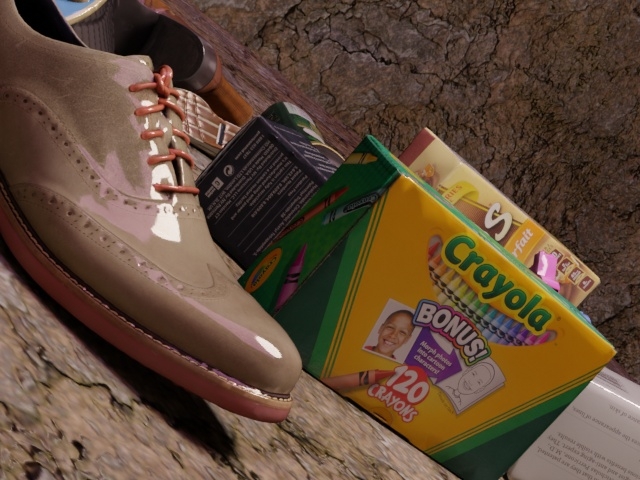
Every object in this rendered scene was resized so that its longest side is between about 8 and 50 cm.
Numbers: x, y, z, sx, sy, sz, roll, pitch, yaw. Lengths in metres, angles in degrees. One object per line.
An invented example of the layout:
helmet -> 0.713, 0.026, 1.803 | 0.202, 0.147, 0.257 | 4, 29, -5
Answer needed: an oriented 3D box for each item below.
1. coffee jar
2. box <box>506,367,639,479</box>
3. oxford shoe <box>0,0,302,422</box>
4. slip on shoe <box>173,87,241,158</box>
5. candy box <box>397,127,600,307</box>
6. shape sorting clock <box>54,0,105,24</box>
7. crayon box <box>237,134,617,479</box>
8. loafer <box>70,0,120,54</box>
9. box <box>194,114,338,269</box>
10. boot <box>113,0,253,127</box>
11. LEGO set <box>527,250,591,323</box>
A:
coffee jar -> -0.028, -0.084, 1.725 | 0.079, 0.096, 0.184 | 35, 11, -28
box -> 0.278, 0.199, 1.455 | 0.182, 0.119, 0.181 | 28, 7, 1
oxford shoe -> -0.121, -0.041, 0.879 | 0.348, 0.130, 0.123 | 44, 8, 16
slip on shoe -> -0.128, -0.121, 1.647 | 0.135, 0.051, 0.041 | 26, -25, -34
candy box -> 0.164, 0.028, 1.728 | 0.316, 0.183, 0.087 | 35, 10, -44
shape sorting clock -> -0.259, -0.233, 1.186 | 0.206, 0.040, 0.206 | 7, 45, -7
crayon box -> 0.086, 0.064, 1.207 | 0.278, 0.165, 0.081 | 37, 9, -31
loafer -> -0.255, -0.221, 1.373 | 0.366, 0.130, 0.134 | -99, -175, -69
box -> 0.000, 0.000, 1.346 | 0.207, 0.108, 0.153 | 44, 8, 12
boot -> -0.205, -0.243, 1.752 | 0.264, 0.096, 0.280 | 29, -1, 9
LEGO set -> 0.186, 0.070, 1.425 | 0.087, 0.093, 0.227 | 20, -25, -21
